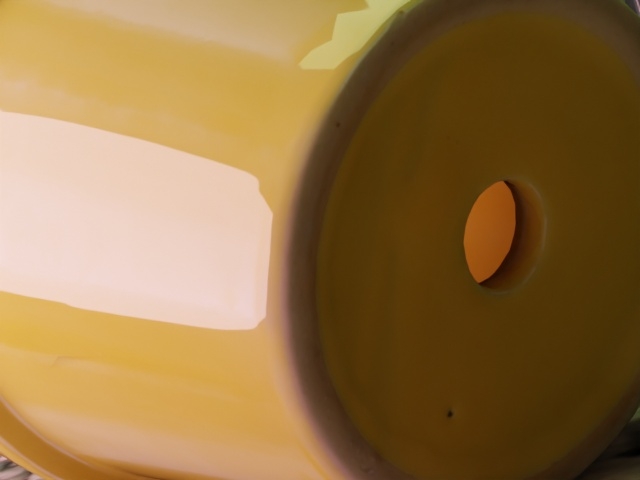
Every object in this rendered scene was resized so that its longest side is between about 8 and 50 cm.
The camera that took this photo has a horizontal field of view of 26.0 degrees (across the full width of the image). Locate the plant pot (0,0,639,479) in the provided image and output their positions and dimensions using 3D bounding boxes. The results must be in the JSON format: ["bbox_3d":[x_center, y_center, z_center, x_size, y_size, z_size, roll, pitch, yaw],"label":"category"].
[{"bbox_3d":[-0.012,-0.015,0.483,0.254,0.254,0.239,-20,20,-33],"label":"plant pot"}]

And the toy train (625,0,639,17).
[{"bbox_3d":[0.363,-0.154,0.957,0.333,0.190,0.142,-17,4,13],"label":"toy train"}]
